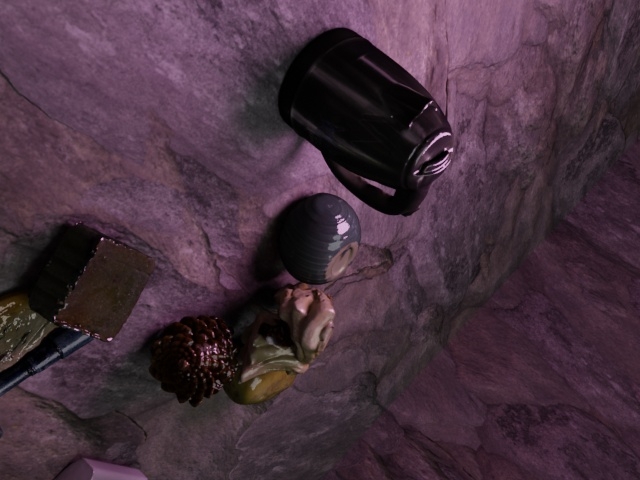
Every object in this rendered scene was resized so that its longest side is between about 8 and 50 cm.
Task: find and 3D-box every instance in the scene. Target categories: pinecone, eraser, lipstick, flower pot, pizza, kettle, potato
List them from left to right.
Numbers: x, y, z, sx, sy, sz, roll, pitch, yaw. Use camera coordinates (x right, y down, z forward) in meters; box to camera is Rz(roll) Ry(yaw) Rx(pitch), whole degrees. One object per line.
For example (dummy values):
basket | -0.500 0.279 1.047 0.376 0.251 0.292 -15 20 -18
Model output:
pizza | -0.559 0.182 1.387 0.262 0.034 0.181 -47 155 -3
lipstick | -0.532 0.230 1.487 0.234 0.053 0.053 -36 152 -16
eraser | -0.546 0.618 1.948 0.174 0.095 0.270 -49 155 -6
pinecone | -0.264 0.254 1.789 0.212 0.169 0.185 -20 101 -53
potato | -0.157 0.336 2.099 0.228 0.149 0.197 -28 134 -39
flower pot | 0.000 0.000 1.871 0.189 0.157 0.243 -34 157 -31
kettle | 0.103 -0.196 1.564 0.228 0.324 0.320 -30 148 -34

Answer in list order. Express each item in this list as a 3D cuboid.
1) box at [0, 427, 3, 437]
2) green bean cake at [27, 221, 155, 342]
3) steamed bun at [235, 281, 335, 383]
box | -0.660 0.380 1.506 0.091 0.031 0.126 -52 156 8
green bean cake | -0.395 0.072 1.393 0.173 0.094 0.181 -61 154 -3
steamed bun | -0.092 0.217 1.876 0.428 0.189 0.247 -150 -110 -84
